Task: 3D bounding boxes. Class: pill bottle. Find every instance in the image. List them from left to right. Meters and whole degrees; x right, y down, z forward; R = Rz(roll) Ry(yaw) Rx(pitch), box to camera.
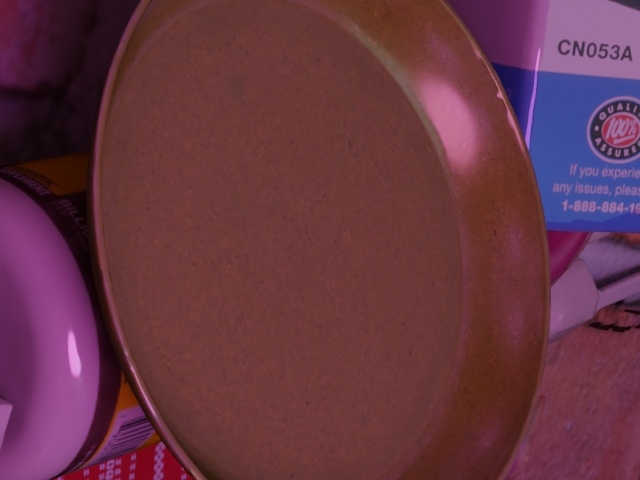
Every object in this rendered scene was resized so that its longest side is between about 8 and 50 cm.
[{"bbox_3d":[-0.059,0.017,0.669,0.215,0.117,0.117,-14,117,-48],"label":"pill bottle"}]

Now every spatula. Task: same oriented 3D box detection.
[{"bbox_3d":[0.199,-0.020,1.047,0.242,0.019,0.168,-17,124,-52],"label":"spatula"}]

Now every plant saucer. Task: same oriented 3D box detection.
[{"bbox_3d":[0.000,0.000,0.622,0.241,0.037,0.240,12,73,-45],"label":"plant saucer"}]

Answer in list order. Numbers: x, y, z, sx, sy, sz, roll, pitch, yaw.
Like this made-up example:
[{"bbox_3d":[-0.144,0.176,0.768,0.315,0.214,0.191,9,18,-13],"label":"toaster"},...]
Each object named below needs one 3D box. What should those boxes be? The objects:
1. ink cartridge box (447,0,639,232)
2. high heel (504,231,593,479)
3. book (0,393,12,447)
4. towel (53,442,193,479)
[{"bbox_3d":[0.167,-0.163,0.780,0.223,0.129,0.307,2,101,-26],"label":"ink cartridge box"},{"bbox_3d":[0.075,0.001,0.889,0.117,0.082,0.244,18,83,-19],"label":"high heel"},{"bbox_3d":[-0.187,0.047,0.542,0.144,0.096,0.035,8,99,-53],"label":"book"},{"bbox_3d":[-0.104,0.152,0.749,0.275,0.031,0.198,-15,117,-47],"label":"towel"}]
